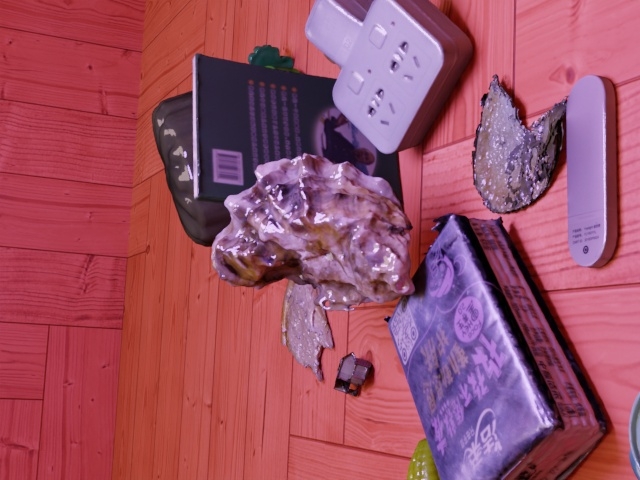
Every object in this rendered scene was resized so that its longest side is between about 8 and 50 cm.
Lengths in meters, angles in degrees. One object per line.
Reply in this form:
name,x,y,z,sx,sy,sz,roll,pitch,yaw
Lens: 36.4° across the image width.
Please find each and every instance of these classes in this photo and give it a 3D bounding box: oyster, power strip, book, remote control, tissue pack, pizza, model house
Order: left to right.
book,-0.037,-0.166,1.629,0.043,0.371,0.260,-38,50,57
pizza,-0.033,0.173,1.946,0.181,0.034,0.262,-63,32,36
oyster,-0.001,0.000,1.443,0.351,0.115,0.238,24,112,30
model house,0.058,0.231,1.725,0.083,0.057,0.058,99,-169,-57
power strip,0.112,-0.308,1.604,0.261,0.141,0.229,48,134,22
tissue pack,0.215,0.175,1.314,0.361,0.122,0.259,-110,33,-41
remote control,0.338,-0.087,1.216,0.077,0.022,0.245,160,113,-66

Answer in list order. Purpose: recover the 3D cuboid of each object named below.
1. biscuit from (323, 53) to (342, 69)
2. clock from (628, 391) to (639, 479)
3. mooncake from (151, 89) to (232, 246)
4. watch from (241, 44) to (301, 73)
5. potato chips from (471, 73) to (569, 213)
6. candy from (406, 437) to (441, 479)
biscuit,0.064,-0.423,1.808,0.274,0.091,0.213,-123,44,-57
clock,0.383,0.202,1.004,0.148,0.060,0.188,-123,44,-54
mooncake,-0.261,-0.166,2.214,0.356,0.194,0.356,164,90,-75
watch,-0.100,-0.331,2.114,0.152,0.131,0.165,39,119,50
potato chips,0.275,-0.136,1.364,0.220,0.029,0.202,-167,84,-68
candy,0.164,0.388,1.408,0.097,0.096,0.209,134,142,-53
